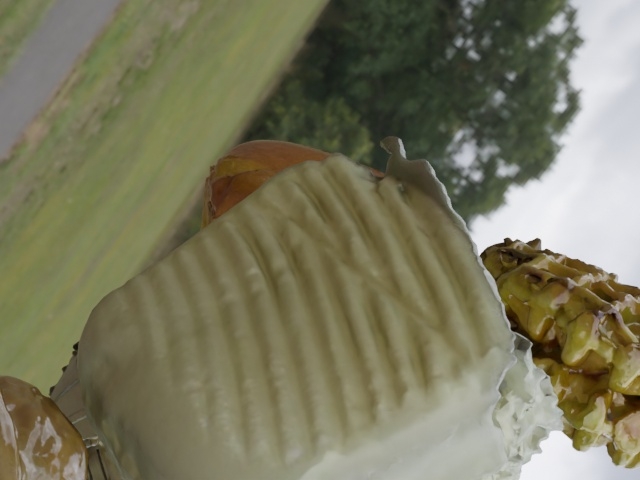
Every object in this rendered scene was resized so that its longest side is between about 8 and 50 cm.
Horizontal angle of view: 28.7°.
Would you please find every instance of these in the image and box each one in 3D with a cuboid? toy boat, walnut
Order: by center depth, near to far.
[{"bbox_3d":[-0.304,0.192,0.988,0.257,0.224,0.257,-8,-101,47],"label":"walnut"},{"bbox_3d":[-0.192,0.183,1.204,0.136,0.162,0.445,-17,170,-20],"label":"toy boat"}]

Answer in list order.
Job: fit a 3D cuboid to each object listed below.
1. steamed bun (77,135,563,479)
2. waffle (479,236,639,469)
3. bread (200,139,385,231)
[{"bbox_3d":[0.010,0.130,0.823,0.273,0.272,0.290,-28,-146,-10],"label":"steamed bun"},{"bbox_3d":[0.288,0.111,1.195,0.261,0.324,0.151,-112,-141,-76],"label":"waffle"},{"bbox_3d":[0.000,0.000,1.363,0.204,0.288,0.156,-52,160,-47],"label":"bread"}]
